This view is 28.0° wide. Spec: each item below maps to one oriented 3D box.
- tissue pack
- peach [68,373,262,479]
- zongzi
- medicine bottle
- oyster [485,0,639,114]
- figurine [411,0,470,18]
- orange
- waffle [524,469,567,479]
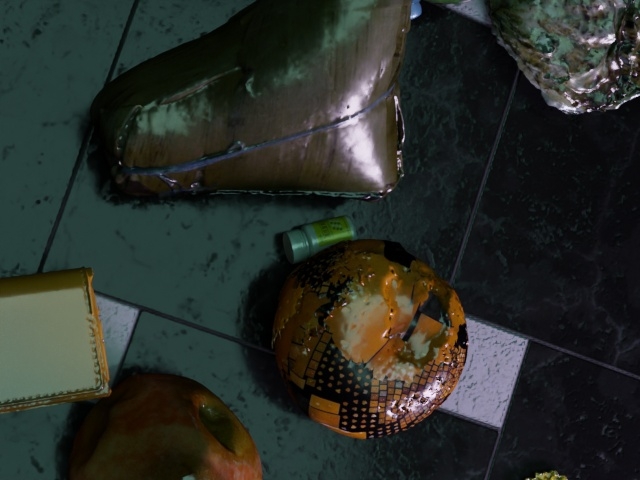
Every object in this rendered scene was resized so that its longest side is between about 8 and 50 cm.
[{"bbox_3d":[-0.376,0.115,1.365,0.275,0.194,0.145,-8,90,-17],"label":"tissue pack"},{"bbox_3d":[-0.165,0.260,1.402,0.214,0.235,0.214,-2,99,-17],"label":"peach"},{"bbox_3d":[-0.069,-0.217,1.401,0.356,0.174,0.393,-4,130,-15],"label":"zongzi"},{"bbox_3d":[0.000,0.000,1.551,0.083,0.047,0.047,-13,92,-17],"label":"medicine bottle"},{"bbox_3d":[0.317,-0.287,1.630,0.198,0.112,0.267,-24,103,6],"label":"oyster"},{"bbox_3d":[0.076,-0.346,1.555,0.234,0.127,0.185,-16,80,-2],"label":"figurine"},{"bbox_3d":[0.054,0.114,1.494,0.234,0.182,0.234,0,90,-27],"label":"orange"},{"bbox_3d":[0.284,0.333,1.636,0.085,0.016,0.078,-28,96,-16],"label":"waffle"}]
